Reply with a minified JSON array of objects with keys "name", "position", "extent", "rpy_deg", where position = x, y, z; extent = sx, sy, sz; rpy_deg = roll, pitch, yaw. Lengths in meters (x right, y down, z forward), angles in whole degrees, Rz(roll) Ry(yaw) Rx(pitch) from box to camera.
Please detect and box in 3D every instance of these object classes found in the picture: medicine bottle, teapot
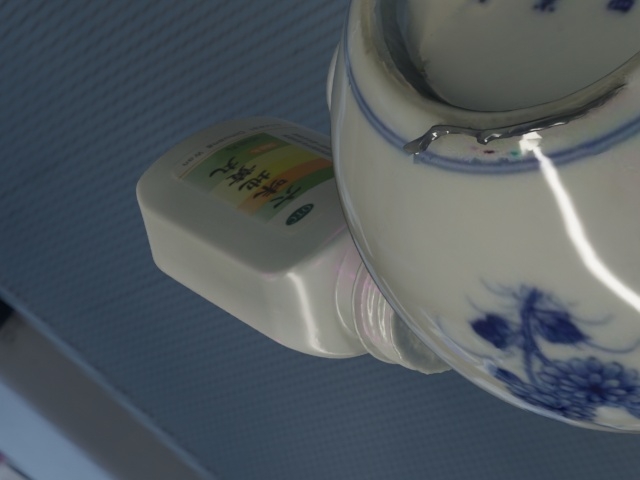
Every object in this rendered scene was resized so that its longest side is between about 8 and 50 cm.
[{"name":"medicine bottle","position":[0.000,0.000,1.250],"extent":[0.324,0.179,0.124],"rpy_deg":[29,137,49]},{"name":"teapot","position":[0.146,-0.035,0.637],"extent":[0.424,0.252,0.280],"rpy_deg":[13,160,40]}]
